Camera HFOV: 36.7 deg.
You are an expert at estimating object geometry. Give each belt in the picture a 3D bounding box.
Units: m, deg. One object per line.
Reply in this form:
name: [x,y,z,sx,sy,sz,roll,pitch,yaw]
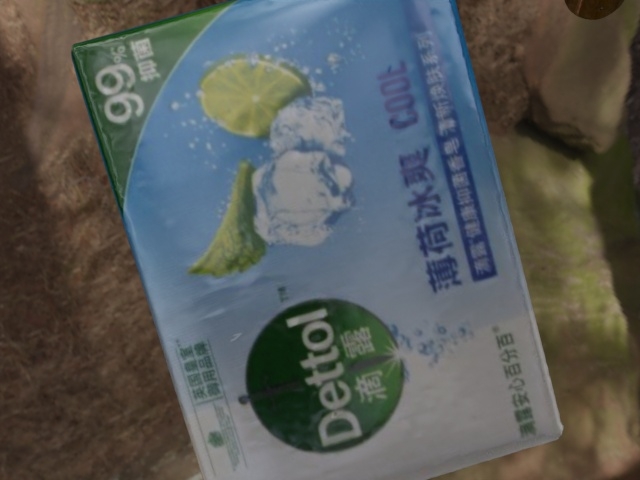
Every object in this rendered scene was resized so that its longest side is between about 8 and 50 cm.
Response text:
belt: [0.248,-0.236,0.866,0.083,0.059,0.036,-59,163,-29]

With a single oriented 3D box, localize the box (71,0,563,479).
box: [0.000,-0.001,0.384,0.139,0.073,0.194,-17,99,-2]
